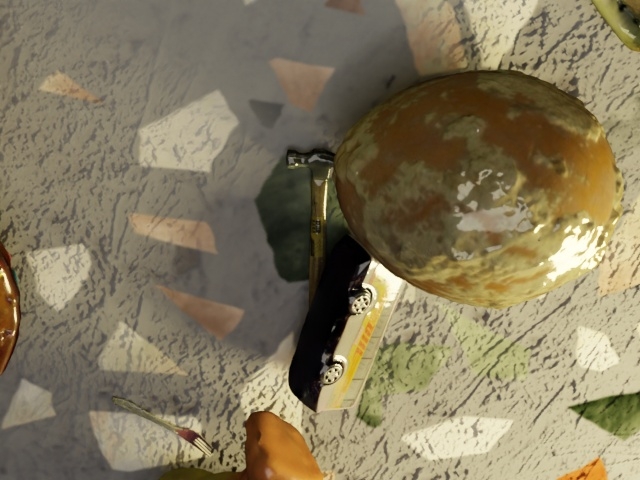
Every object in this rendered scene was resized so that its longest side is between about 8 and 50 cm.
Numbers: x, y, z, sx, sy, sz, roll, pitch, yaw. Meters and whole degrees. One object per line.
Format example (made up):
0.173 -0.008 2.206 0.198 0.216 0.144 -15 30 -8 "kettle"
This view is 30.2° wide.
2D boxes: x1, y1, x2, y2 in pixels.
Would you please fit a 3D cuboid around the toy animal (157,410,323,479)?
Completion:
-0.103 0.341 1.160 0.338 0.216 0.191 -44 137 18 "toy animal"

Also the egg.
0.132 -0.046 0.997 0.245 0.203 0.203 7 114 0 "egg"

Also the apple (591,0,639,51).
0.271 -0.287 0.943 0.193 0.120 0.265 -43 113 3 "apple"

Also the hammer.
0.000 0.000 1.106 0.062 0.017 0.182 -2 116 -3 "hammer"

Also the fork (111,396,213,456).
-0.157 0.183 1.182 0.115 0.012 0.016 30 105 -11 "fork"

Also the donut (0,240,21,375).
-0.381 0.043 1.056 0.230 0.096 0.216 3 112 -5 "donut"

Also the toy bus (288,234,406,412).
0.026 0.079 1.116 0.072 0.057 0.172 4 117 -36 "toy bus"
